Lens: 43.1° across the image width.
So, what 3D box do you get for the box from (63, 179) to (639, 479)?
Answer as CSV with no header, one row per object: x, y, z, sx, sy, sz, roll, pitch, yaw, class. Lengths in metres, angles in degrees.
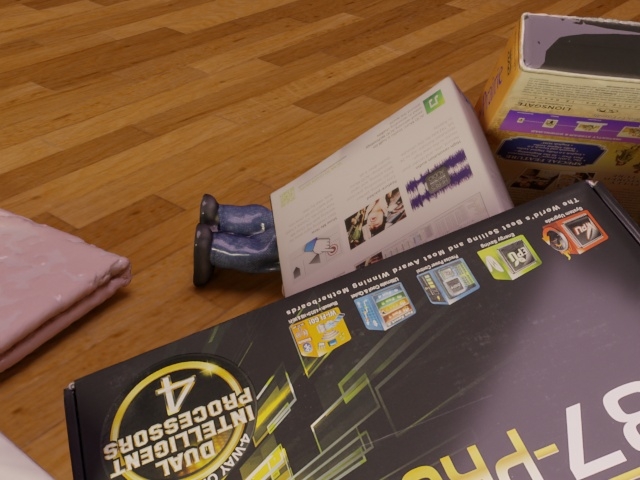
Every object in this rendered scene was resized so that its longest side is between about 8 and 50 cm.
0.065,0.157,0.474,0.395,0.097,0.318,-20,50,-3,box

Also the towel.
-0.422,0.053,0.839,0.331,0.053,0.317,19,36,23,towel

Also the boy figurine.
0.000,0.000,0.936,0.285,0.092,0.177,3,39,-5,boy figurine

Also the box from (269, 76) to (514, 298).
0.072,0.027,0.735,0.232,0.058,0.322,-31,45,23,box

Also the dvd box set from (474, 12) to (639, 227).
0.307,-0.093,0.876,0.307,0.420,0.062,5,73,0,dvd box set

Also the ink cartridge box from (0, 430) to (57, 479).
-0.307,0.197,0.491,0.270,0.198,0.197,26,37,30,ink cartridge box
